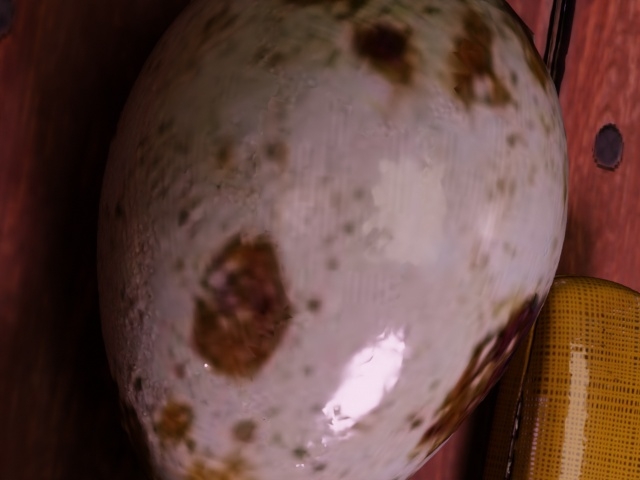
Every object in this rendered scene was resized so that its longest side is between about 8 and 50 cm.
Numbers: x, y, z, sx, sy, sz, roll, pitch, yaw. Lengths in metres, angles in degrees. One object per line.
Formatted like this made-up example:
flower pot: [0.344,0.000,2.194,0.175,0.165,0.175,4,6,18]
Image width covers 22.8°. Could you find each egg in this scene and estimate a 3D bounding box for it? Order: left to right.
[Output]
egg: [0.000,0.000,0.581,0.169,0.169,0.231,25,80,-34]

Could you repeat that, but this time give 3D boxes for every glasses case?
glasses case: [0.109,0.133,0.730,0.079,0.064,0.234,14,84,-34]
